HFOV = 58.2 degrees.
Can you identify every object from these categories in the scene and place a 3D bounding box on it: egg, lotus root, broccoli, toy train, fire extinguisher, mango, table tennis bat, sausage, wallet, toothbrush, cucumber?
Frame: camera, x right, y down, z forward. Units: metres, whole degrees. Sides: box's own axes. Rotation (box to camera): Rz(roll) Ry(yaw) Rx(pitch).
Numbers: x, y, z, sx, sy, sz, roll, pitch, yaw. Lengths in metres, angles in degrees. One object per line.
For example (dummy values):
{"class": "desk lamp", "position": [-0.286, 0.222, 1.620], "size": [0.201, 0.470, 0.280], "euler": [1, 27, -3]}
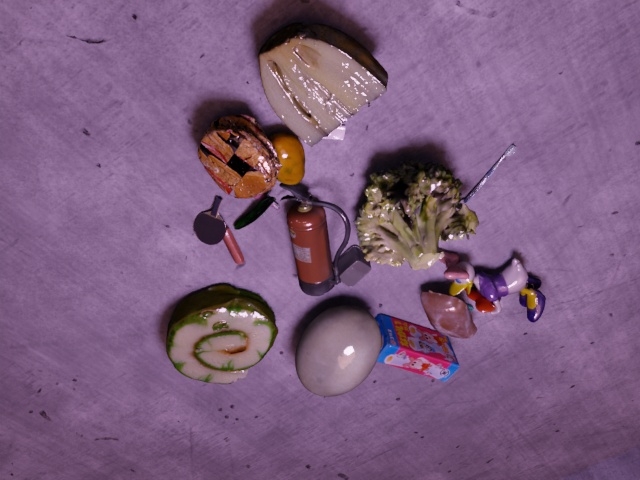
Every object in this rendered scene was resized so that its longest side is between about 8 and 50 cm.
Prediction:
{"class": "egg", "position": [0.055, 0.365, 1.901], "size": [0.258, 0.258, 0.352], "euler": [24, 123, -24]}
{"class": "lotus root", "position": [-0.020, -0.401, 1.372], "size": [0.260, 0.149, 0.267], "euler": [36, 133, -26]}
{"class": "broccoli", "position": [0.244, -0.051, 1.585], "size": [0.348, 0.281, 0.293], "euler": [-37, 136, 17]}
{"class": "toy train", "position": [0.493, 0.229, 2.005], "size": [0.092, 0.029, 0.045], "euler": [35, 108, -28]}
{"class": "fire extinguisher", "position": [-0.001, -0.007, 1.686], "size": [0.200, 0.113, 0.376], "euler": [-3, 129, 9]}
{"class": "mango", "position": [-0.096, -0.213, 1.537], "size": [0.111, 0.089, 0.163], "euler": [-3, 135, -5]}
{"class": "table tennis bat", "position": [-0.312, -0.056, 1.660], "size": [0.095, 0.014, 0.158], "euler": [23, 116, 0]}
{"class": "sausage", "position": [-0.264, 0.016, 1.725], "size": [0.030, 0.035, 0.147], "euler": [-2, 133, 23]}
{"class": "wallet", "position": [0.024, -0.292, 1.541], "size": [0.083, 0.011, 0.044], "euler": [2, 127, -11]}
{"class": "toothbrush", "position": [0.495, -0.192, 1.686], "size": [0.019, 0.016, 0.219], "euler": [19, 122, -32]}
{"class": "cucumber", "position": [-0.187, -0.077, 1.648], "size": [0.184, 0.033, 0.036], "euler": [-37, 150, 32]}

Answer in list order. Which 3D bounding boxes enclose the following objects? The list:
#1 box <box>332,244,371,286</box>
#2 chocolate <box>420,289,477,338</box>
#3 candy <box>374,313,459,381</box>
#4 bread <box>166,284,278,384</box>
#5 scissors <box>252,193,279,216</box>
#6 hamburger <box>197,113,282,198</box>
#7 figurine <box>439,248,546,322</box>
{"class": "box", "position": [0.101, 0.083, 1.807], "size": [0.084, 0.069, 0.122], "euler": [32, 117, -28]}
{"class": "chocolate", "position": [0.422, 0.266, 1.925], "size": [0.161, 0.083, 0.261], "euler": [7, 151, 34]}
{"class": "candy", "position": [0.323, 0.375, 2.011], "size": [0.306, 0.157, 0.100], "euler": [21, 122, -23]}
{"class": "bread", "position": [-0.316, 0.324, 1.895], "size": [0.366, 0.129, 0.382], "euler": [-14, 129, 2]}
{"class": "scissors", "position": [-0.189, -0.140, 1.622], "size": [0.134, 0.020, 0.187], "euler": [-25, 128, 19]}
{"class": "hamburger", "position": [-0.211, -0.207, 1.468], "size": [0.231, 0.107, 0.231], "euler": [12, 131, 14]}
{"class": "figurine", "position": [0.556, 0.137, 1.865], "size": [0.421, 0.154, 0.193], "euler": [7, 121, -15]}
